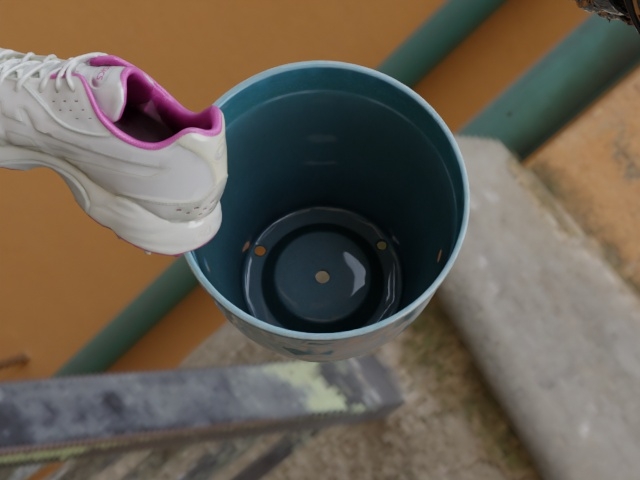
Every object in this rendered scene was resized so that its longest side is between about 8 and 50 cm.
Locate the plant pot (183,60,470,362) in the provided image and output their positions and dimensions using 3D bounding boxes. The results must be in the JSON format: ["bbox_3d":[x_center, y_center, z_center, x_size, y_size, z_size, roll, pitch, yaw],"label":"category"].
[{"bbox_3d":[0.000,0.000,1.460,0.272,0.271,0.255,57,-10,16],"label":"plant pot"}]

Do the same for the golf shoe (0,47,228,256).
[{"bbox_3d":[-0.204,-0.111,1.197,0.306,0.140,0.115,27,43,5],"label":"golf shoe"}]

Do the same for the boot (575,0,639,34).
[{"bbox_3d":[0.210,-0.299,1.009,0.260,0.131,0.348,-103,-174,-68],"label":"boot"}]
